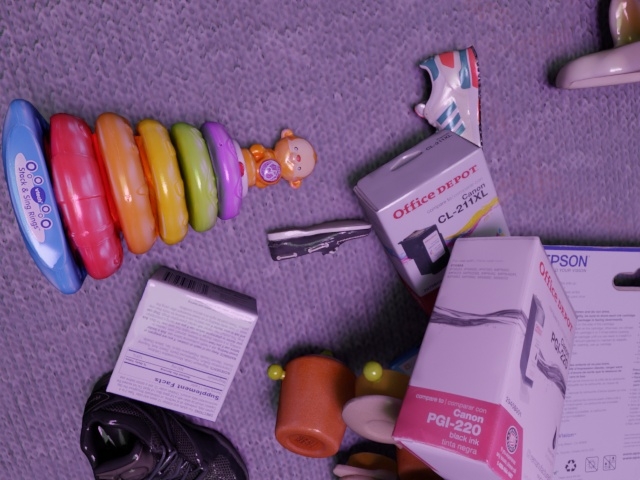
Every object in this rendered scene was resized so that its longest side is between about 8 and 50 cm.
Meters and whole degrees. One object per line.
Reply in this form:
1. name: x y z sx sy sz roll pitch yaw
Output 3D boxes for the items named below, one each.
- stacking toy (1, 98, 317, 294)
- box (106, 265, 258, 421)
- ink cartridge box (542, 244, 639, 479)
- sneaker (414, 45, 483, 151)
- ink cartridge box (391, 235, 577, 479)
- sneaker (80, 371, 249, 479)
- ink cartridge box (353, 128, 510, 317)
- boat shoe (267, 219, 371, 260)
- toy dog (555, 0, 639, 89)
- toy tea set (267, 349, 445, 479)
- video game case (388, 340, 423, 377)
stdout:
1. stacking toy: -0.139 -0.064 0.497 0.302 0.166 0.175 -13 98 -21
2. box: -0.155 0.118 0.548 0.126 0.072 0.137 22 95 -12
3. ink cartridge box: 0.396 0.167 0.640 0.325 0.071 0.329 2 95 -12
4. sneaker: 0.154 -0.144 0.568 0.076 0.057 0.161 -2 111 18
5. ink cartridge box: 0.174 0.125 0.467 0.158 0.092 0.217 47 54 -35
6. sneaker: -0.178 0.257 0.542 0.087 0.130 0.227 -43 105 2
7. ink cartridge box: 0.135 -0.016 0.541 0.128 0.072 0.175 -32 123 1
8. boat shoe: 0.000 0.000 0.566 0.125 0.046 0.038 -8 101 -5
9. toy dog: 0.440 -0.388 0.452 0.396 0.284 0.407 -9 99 -8
10. toy tea set: 0.086 0.238 0.592 0.200 0.124 0.336 -16 125 28
11. video game case: 0.191 0.170 0.642 0.166 0.015 0.119 -32 103 -2
